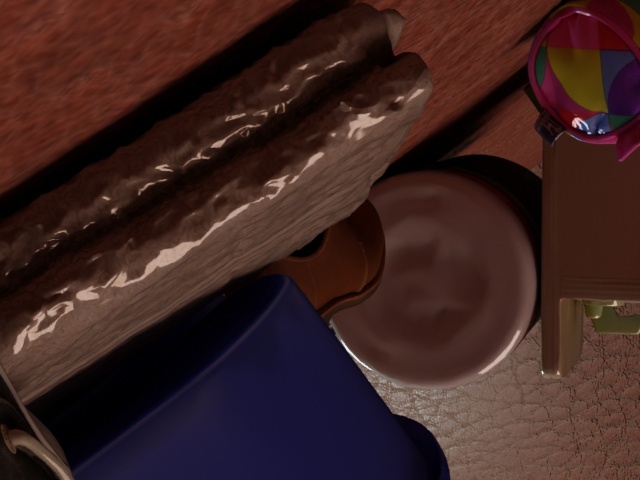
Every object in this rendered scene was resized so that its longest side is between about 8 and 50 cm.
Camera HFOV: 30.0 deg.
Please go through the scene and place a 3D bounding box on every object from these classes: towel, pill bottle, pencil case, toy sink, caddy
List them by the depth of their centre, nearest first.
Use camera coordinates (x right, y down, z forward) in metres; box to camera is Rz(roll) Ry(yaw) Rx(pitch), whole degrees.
[{"bbox_3d":[-0.089,0.019,0.441,0.282,0.049,0.187,-33,174,-10],"label":"towel"},{"bbox_3d":[-0.099,0.161,0.555,0.341,0.179,0.241,-36,-166,-21],"label":"caddy"},{"bbox_3d":[0.236,-0.140,0.805,0.236,0.104,0.104,-33,175,-37],"label":"pencil case"},{"bbox_3d":[0.252,-0.010,0.953,0.131,0.234,0.153,1,-177,19],"label":"toy sink"},{"bbox_3d":[0.129,0.013,1.071,0.176,0.176,0.318,-37,175,20],"label":"pill bottle"}]

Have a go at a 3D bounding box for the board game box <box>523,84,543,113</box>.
[{"bbox_3d":[0.376,-0.063,1.033,0.233,0.347,0.078,-38,174,20],"label":"board game box"}]

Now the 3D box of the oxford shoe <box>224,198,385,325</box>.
[{"bbox_3d":[0.000,0.000,0.759,0.212,0.076,0.076,-48,150,-65],"label":"oxford shoe"}]

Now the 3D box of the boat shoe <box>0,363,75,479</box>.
[{"bbox_3d":[-0.101,0.066,0.307,0.077,0.070,0.219,-34,152,-7],"label":"boat shoe"}]

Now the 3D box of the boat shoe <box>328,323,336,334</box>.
[{"bbox_3d":[-0.007,0.087,1.434,0.223,0.073,0.080,-35,176,3],"label":"boat shoe"}]
